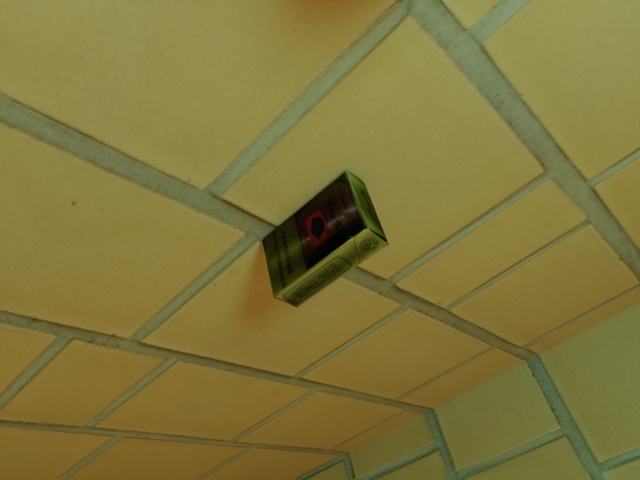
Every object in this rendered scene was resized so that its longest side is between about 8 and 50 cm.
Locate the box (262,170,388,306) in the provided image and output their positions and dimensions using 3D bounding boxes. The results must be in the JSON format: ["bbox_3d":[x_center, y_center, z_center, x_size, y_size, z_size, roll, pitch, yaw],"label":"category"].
[{"bbox_3d":[0.000,0.000,0.959,0.240,0.159,0.071,-37,136,26],"label":"box"}]
